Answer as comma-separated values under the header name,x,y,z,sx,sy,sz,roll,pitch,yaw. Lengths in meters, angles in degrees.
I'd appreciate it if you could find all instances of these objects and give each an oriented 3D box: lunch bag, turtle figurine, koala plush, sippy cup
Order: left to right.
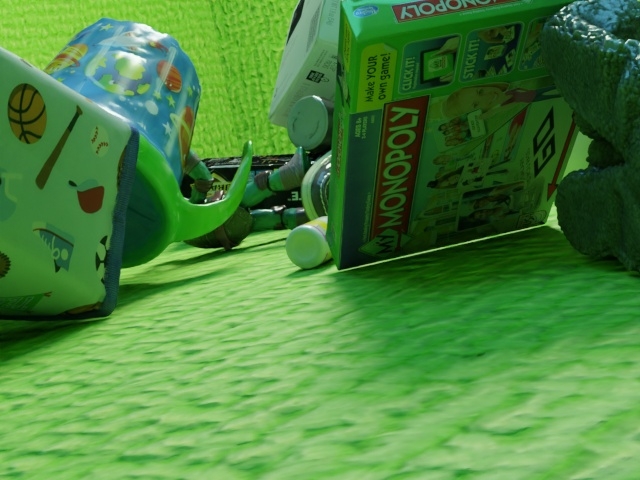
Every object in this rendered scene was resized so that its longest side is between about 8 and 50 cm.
name,x,y,z,sx,sy,sz,roll,pitch,yaw
lunch bag,-0.419,-0.045,1.084,0.385,0.239,0.328,-1,-19,25
sippy cup,-0.243,-0.124,1.349,0.240,0.305,0.224,-25,35,38
turtle figurine,-0.120,-0.042,1.490,0.234,0.118,0.175,-8,-34,11
koala plush,0.296,-0.080,0.830,0.221,0.196,0.203,-12,18,-11

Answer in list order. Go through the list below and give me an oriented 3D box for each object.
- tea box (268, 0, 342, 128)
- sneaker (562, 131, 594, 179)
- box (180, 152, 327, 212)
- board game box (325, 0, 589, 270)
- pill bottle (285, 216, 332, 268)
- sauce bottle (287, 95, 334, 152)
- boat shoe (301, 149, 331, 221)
name,x,y,z,sx,sy,sz,roll,pitch,yaw
tea box,0.124,-0.285,1.810,0.323,0.220,0.329,15,-18,-10
sneaker,0.377,-0.092,1.144,0.236,0.130,0.323,28,-24,12
box,-0.067,-0.088,1.784,0.257,0.079,0.322,-1,7,1
board game box,0.116,-0.095,1.005,0.213,0.046,0.317,-13,-31,-10
pill bottle,0.000,0.000,1.193,0.043,0.043,0.083,-8,7,25
sauce bottle,0.094,-0.135,1.594,0.111,0.111,0.344,-6,-5,39
boat shoe,0.101,-0.083,1.463,0.285,0.103,0.092,-16,6,-40
